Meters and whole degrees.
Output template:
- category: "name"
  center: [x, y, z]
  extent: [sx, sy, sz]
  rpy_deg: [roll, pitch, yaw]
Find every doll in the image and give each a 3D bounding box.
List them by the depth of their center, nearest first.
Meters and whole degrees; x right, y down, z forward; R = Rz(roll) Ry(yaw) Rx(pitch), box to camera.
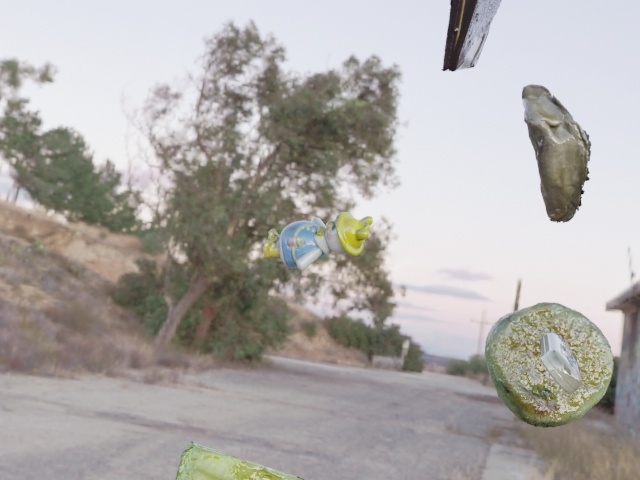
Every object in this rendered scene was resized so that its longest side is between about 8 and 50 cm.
- category: "doll"
  center: [0.000, -0.001, 1.666]
  extent: [0.241, 0.099, 0.135]
  rpy_deg: [-14, 2, 27]

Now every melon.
- category: "melon"
  center: [-0.168, 0.631, 1.681]
  extent: [0.331, 0.344, 0.226]
  rpy_deg: [30, -24, -26]

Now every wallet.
- category: "wallet"
  center: [0.258, -0.405, 1.303]
  extent: [0.071, 0.262, 0.221]
  rpy_deg: [17, 18, 13]

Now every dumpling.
- category: "dumpling"
  center: [0.523, -0.198, 1.813]
  extent: [0.086, 0.332, 0.166]
  rpy_deg: [-17, 3, -22]

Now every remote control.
- category: "remote control"
  center: [0.420, 0.210, 1.405]
  extent: [0.078, 0.042, 0.221]
  rpy_deg: [49, 15, 6]

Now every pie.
- category: "pie"
  center: [0.489, 0.260, 1.732]
  extent: [0.277, 0.277, 0.078]
  rpy_deg: [10, -18, -4]
